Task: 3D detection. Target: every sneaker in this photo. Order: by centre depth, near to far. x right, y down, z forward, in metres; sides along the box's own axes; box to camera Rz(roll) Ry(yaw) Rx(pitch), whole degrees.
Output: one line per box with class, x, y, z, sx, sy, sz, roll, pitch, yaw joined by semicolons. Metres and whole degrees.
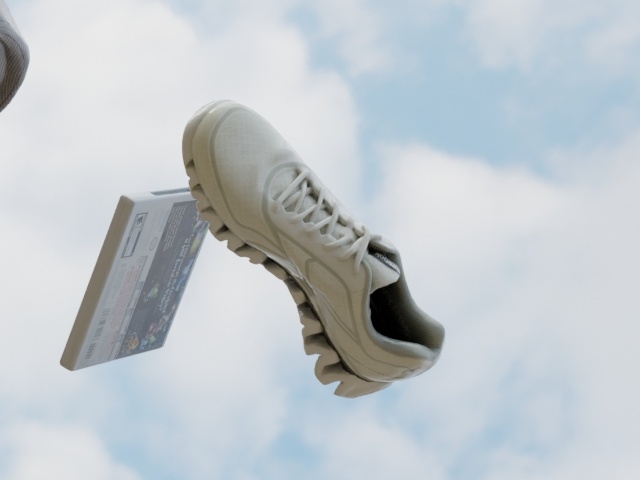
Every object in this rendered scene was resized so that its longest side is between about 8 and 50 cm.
sneaker;0.000;0.000;1.515;0.292;0.110;0.118;53;-32;-16

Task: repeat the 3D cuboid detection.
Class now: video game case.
video game case;-0.180;0.035;1.865;0.022;0.173;0.190;28;-73;22

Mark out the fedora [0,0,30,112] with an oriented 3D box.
fedora;-0.392;-0.196;1.936;0.124;0.244;0.275;40;-42;15
